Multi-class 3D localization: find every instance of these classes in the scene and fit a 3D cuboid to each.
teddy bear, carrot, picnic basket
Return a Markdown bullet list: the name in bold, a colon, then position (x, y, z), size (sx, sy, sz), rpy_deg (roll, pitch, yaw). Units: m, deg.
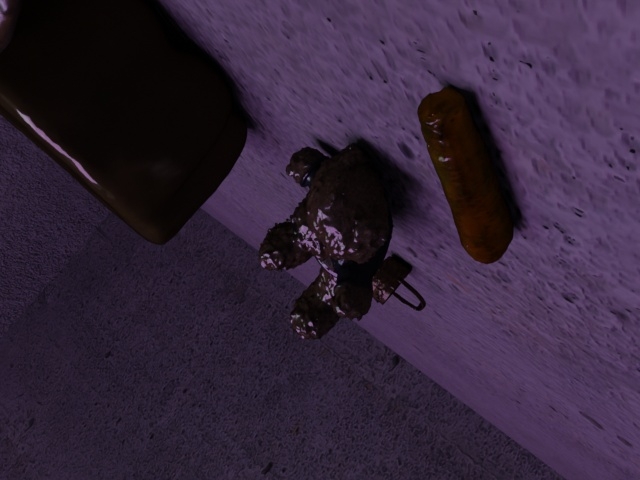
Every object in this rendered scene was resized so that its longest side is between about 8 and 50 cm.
- **teddy bear**: position (0.017, -0.008, 0.650), size (0.182, 0.129, 0.251), rpy_deg (58, 158, 11)
- **carrot**: position (0.099, -0.037, 0.417), size (0.042, 0.042, 0.171), rpy_deg (33, 168, 38)
- **picnic basket**: position (0.109, 0.069, 0.872), size (0.083, 0.072, 0.072), rpy_deg (38, 172, 9)

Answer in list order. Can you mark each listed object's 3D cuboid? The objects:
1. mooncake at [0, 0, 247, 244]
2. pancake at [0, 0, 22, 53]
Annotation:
- **mooncake**: position (-0.268, -0.182, 0.759), size (0.378, 0.201, 0.378), rpy_deg (38, 168, 10)
- **pancake**: position (-0.325, -0.272, 0.479), size (0.288, 0.033, 0.286), rpy_deg (8, 127, 36)
